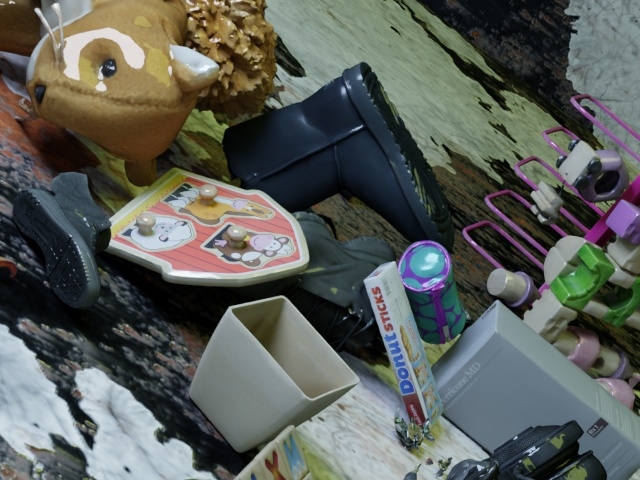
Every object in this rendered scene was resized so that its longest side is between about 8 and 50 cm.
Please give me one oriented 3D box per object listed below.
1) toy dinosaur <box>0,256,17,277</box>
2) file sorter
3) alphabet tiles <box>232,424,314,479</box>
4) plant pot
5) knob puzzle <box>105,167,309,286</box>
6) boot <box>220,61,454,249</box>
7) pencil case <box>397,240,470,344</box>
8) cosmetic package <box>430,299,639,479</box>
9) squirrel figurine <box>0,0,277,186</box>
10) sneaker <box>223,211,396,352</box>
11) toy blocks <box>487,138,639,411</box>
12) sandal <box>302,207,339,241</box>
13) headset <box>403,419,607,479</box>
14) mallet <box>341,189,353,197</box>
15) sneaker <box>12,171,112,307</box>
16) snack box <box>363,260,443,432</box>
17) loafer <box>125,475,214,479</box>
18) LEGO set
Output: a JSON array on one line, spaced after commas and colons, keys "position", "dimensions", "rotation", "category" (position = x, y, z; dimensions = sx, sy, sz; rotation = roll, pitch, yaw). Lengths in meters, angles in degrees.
[{"position": [-0.285, 0.014, 1.068], "dimensions": [0.090, 0.047, 0.082], "rotation": [46, 36, -17], "category": "toy dinosaur"}, {"position": [0.389, -0.068, 2.100], "dimensions": [0.182, 0.291, 0.202], "rotation": [42, 20, 12], "category": "file sorter"}, {"position": [-0.026, 0.258, 0.936], "dimensions": [0.198, 0.009, 0.237], "rotation": [71, 20, -5], "category": "alphabet tiles"}, {"position": [-0.051, 0.125, 1.176], "dimensions": [0.109, 0.096, 0.109], "rotation": [48, 21, 15], "category": "plant pot"}, {"position": [-0.099, -0.014, 1.293], "dimensions": [0.213, 0.030, 0.213], "rotation": [7, 31, -4], "category": "knob puzzle"}, {"position": [0.018, -0.062, 1.552], "dimensions": [0.246, 0.207, 0.094], "rotation": [60, 22, -8], "category": "boot"}, {"position": [0.129, 0.063, 1.516], "dimensions": [0.152, 0.064, 0.070], "rotation": [65, 2, -58], "category": "pencil case"}, {"position": [0.250, 0.197, 1.534], "dimensions": [0.238, 0.127, 0.107], "rotation": [37, 20, -7], "category": "cosmetic package"}, {"position": [-0.186, -0.249, 1.415], "dimensions": [0.397, 0.281, 0.370], "rotation": [1, 50, -40], "category": "squirrel figurine"}, {"position": [0.003, 0.053, 1.424], "dimensions": [0.286, 0.109, 0.130], "rotation": [11, 50, -46], "category": "sneaker"}, {"position": [0.443, 0.075, 1.910], "dimensions": [0.260, 0.288, 0.309], "rotation": [20, 26, -35], "category": "toy blocks"}, {"position": [0.000, 0.000, 1.606], "dimensions": [0.067, 0.040, 0.179], "rotation": [30, 23, -28], "category": "sandal"}, {"position": [0.219, 0.299, 1.315], "dimensions": [0.394, 0.185, 0.243], "rotation": [42, 17, -49], "category": "headset"}, {"position": [0.042, -0.106, 1.920], "dimensions": [0.062, 0.039, 0.190], "rotation": [39, 15, -1], "category": "mallet"}, {"position": [-0.218, -0.003, 1.201], "dimensions": [0.089, 0.051, 0.170], "rotation": [8, 35, -49], "category": "sneaker"}, {"position": [0.091, 0.115, 1.430], "dimensions": [0.064, 0.022, 0.178], "rotation": [-37, 110, -67], "category": "snack box"}, {"position": [-0.140, 0.207, 0.851], "dimensions": [0.102, 0.092, 0.268], "rotation": [45, 20, 11], "category": "loafer"}, {"position": [0.101, 0.212, 1.387], "dimensions": [0.054, 0.023, 0.083], "rotation": [-16, 74, -48], "category": "LEGO set"}]
